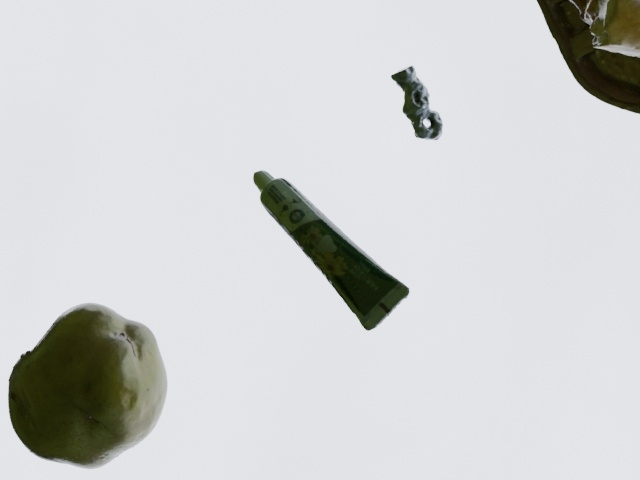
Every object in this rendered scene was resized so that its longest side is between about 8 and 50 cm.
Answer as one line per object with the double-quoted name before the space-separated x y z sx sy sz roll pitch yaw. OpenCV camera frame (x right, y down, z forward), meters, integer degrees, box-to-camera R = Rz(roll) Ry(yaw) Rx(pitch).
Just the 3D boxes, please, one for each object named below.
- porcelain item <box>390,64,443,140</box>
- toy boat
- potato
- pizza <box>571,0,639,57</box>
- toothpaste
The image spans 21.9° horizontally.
"porcelain item" 0.102 -0.141 1.728 0.083 0.036 0.028 62 -22 -11
"toy boat" 0.296 -0.212 1.658 0.116 0.061 0.188 -27 -94 16
"potato" -0.250 0.161 1.797 0.200 0.154 0.137 -48 -140 36
"pizza" 0.314 -0.244 1.497 0.277 0.409 0.114 32 -63 13
"toothpaste" 0.000 0.000 1.391 0.049 0.031 0.204 -44 -128 0
